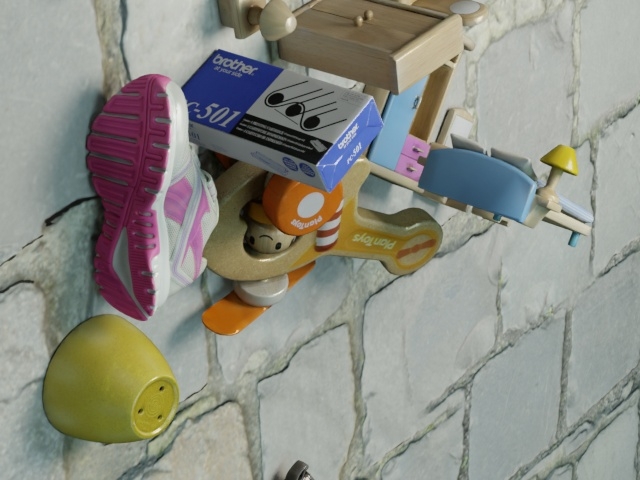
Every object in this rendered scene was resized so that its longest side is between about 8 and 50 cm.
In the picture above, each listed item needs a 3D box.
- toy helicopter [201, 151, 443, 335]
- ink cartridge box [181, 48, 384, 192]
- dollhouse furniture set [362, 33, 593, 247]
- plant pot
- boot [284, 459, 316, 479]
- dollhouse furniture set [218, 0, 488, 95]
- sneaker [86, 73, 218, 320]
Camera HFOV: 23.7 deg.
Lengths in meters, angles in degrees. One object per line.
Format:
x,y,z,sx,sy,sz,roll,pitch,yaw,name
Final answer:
0.000,0.000,1.697,0.355,0.140,0.235,10,118,-45,toy helicopter
-0.049,-0.122,1.517,0.097,0.207,0.046,-52,141,-23,ink cartridge box
0.227,-0.121,1.800,0.286,0.303,0.198,18,93,-55,dollhouse furniture set
-0.200,0.154,1.553,0.134,0.095,0.134,-29,129,-43,plant pot
-0.052,0.431,1.890,0.229,0.091,0.263,-39,133,-35,boot
0.046,-0.352,1.558,0.303,0.174,0.355,-37,134,-38,dollhouse furniture set
-0.160,-0.051,1.512,0.111,0.103,0.252,-29,135,-48,sneaker
